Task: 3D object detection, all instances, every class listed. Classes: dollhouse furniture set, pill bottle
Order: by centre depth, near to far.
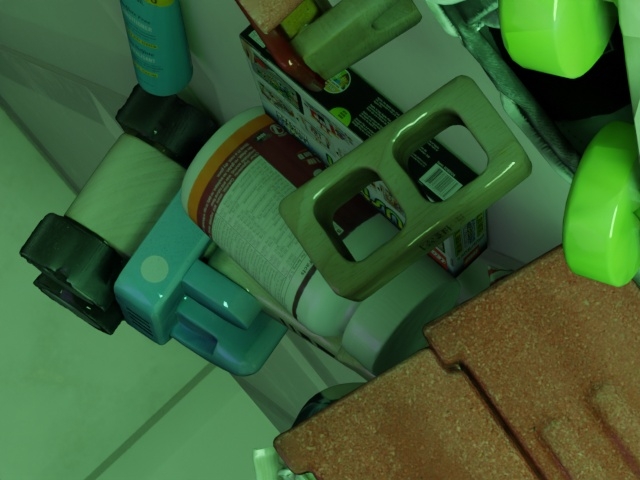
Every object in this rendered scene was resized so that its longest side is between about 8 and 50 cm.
[{"bbox_3d":[0.022,-0.015,0.655,0.374,0.152,0.201,56,-173,12],"label":"dollhouse furniture set"},{"bbox_3d":[0.000,0.000,1.143,0.221,0.121,0.121,42,168,21],"label":"pill bottle"}]

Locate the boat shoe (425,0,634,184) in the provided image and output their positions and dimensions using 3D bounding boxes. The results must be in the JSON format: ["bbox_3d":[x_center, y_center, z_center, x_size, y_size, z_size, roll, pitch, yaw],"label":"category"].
[{"bbox_3d":[0.066,-0.115,0.464,0.306,0.113,0.105,60,-169,-49],"label":"boat shoe"}]

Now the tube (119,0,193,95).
[{"bbox_3d":[-0.144,-0.199,1.199,0.080,0.052,0.207,33,159,17],"label":"tube"}]

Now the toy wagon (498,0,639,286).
[{"bbox_3d":[0.201,0.005,0.412,0.267,0.068,0.344,18,156,27],"label":"toy wagon"}]

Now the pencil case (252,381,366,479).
[{"bbox_3d":[0.106,0.143,0.940,0.410,0.184,0.160,-34,68,64],"label":"pencil case"}]

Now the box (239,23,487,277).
[{"bbox_3d":[0.031,-0.070,1.009,0.207,0.036,0.114,42,168,22],"label":"box"}]

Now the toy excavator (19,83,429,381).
[{"bbox_3d":[-0.058,0.045,1.414,0.445,0.222,0.433,32,167,3],"label":"toy excavator"}]
